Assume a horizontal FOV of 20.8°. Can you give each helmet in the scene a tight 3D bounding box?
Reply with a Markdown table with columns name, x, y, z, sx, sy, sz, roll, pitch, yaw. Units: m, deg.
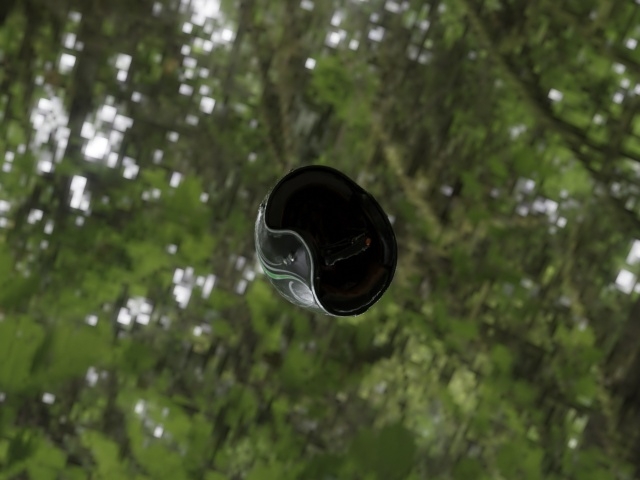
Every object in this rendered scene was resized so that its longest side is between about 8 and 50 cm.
| name | x | y | z | sx | sy | sz | roll | pitch | yaw |
| --- | --- | --- | --- | --- | --- | --- | --- | --- | --- |
| helmet | 0.000 | 0.000 | 2.082 | 0.169 | 0.169 | 0.161 | -2 | -154 | -35 |
